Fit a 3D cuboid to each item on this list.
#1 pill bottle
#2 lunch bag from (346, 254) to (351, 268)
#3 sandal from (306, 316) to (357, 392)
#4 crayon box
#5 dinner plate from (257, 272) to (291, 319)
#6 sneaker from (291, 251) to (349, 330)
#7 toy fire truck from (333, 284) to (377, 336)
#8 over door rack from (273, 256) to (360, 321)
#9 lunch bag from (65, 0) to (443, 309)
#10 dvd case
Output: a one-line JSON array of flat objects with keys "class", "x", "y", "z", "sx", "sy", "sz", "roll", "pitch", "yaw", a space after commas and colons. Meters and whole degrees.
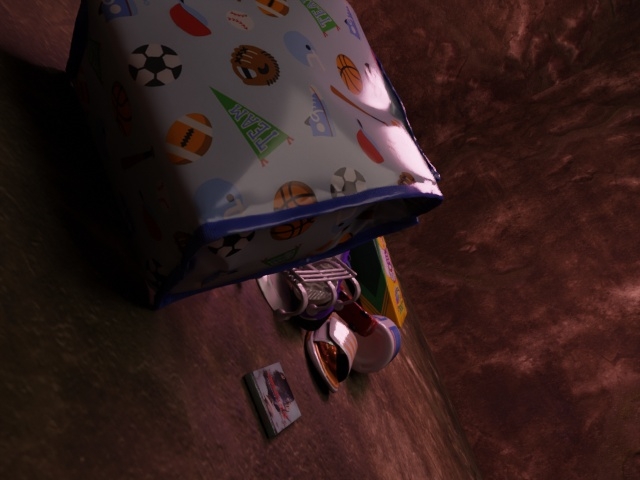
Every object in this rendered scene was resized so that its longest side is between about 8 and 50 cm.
[{"class": "pill bottle", "x": 0.125, "y": 0.239, "z": 1.319, "sx": 0.124, "sy": 0.124, "sz": 0.221, "roll": 66, "pitch": 11, "yaw": 12}, {"class": "lunch bag", "x": 0.046, "y": 0.049, "z": 1.552, "sx": 0.098, "sy": 0.065, "sz": 0.067, "roll": 53, "pitch": 15, "yaw": -42}, {"class": "sandal", "x": 0.029, "y": 0.190, "z": 1.103, "sx": 0.102, "sy": 0.076, "sz": 0.265, "roll": 60, "pitch": 11, "yaw": -17}, {"class": "crayon box", "x": 0.188, "y": 0.124, "z": 1.848, "sx": 0.363, "sy": 0.106, "sz": 0.313, "roll": -3, "pitch": 74, "yaw": -78}, {"class": "dinner plate", "x": -0.082, "y": 0.077, "z": 1.009, "sx": 0.141, "sy": 0.017, "sz": 0.141, "roll": 61, "pitch": 11, "yaw": -21}, {"class": "sneaker", "x": 0.000, "y": 0.060, "z": 1.116, "sx": 0.293, "sy": 0.102, "sz": 0.146, "roll": -69, "pitch": 167, "yaw": -49}, {"class": "toy fire truck", "x": 0.053, "y": 0.139, "z": 1.202, "sx": 0.192, "sy": 0.047, "sz": 0.135, "roll": 40, "pitch": 1, "yaw": 28}, {"class": "over door rack", "x": -0.094, "y": -0.011, "z": 0.884, "sx": 0.324, "sy": 0.108, "sz": 0.239, "roll": 52, "pitch": 16, "yaw": 16}, {"class": "lunch bag", "x": -0.055, "y": -0.135, "z": 0.671, "sx": 0.386, "sy": 0.239, "sz": 0.327, "roll": -18, "pitch": 78, "yaw": -34}, {"class": "dvd case", "x": -0.063, "y": 0.216, "z": 0.770, "sx": 0.087, "sy": 0.013, "sz": 0.119, "roll": 66, "pitch": 12, "yaw": 12}]
